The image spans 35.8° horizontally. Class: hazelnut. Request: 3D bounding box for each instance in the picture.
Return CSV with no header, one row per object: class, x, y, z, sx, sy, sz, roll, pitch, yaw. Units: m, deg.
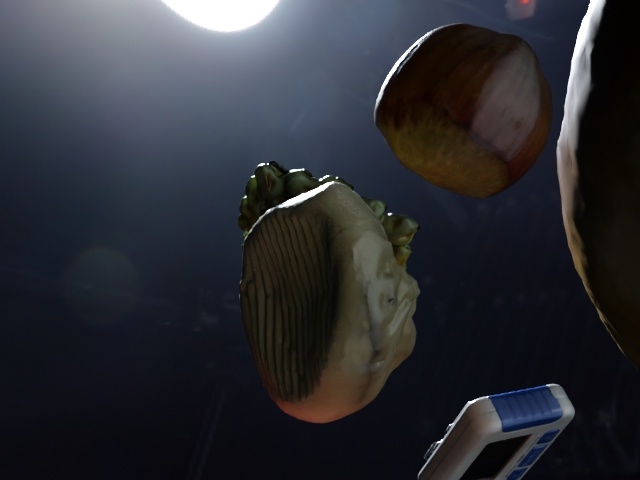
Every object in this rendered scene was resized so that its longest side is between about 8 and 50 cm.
hazelnut,0.178,-0.156,1.190,0.186,0.210,0.210,-50,-56,-58

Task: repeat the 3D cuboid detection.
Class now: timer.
timer,0.262,0.309,1.520,0.178,0.253,0.078,-5,-128,-24

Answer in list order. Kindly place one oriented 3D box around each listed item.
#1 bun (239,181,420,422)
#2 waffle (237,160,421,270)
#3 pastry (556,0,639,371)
bun,0.018,0.059,0.963,0.133,0.231,0.231,2,-99,-34
waffle,-0.002,0.002,1.117,0.223,0.204,0.054,102,-165,-55
pastry,0.255,-0.060,0.376,0.356,0.356,0.164,31,-149,-50
